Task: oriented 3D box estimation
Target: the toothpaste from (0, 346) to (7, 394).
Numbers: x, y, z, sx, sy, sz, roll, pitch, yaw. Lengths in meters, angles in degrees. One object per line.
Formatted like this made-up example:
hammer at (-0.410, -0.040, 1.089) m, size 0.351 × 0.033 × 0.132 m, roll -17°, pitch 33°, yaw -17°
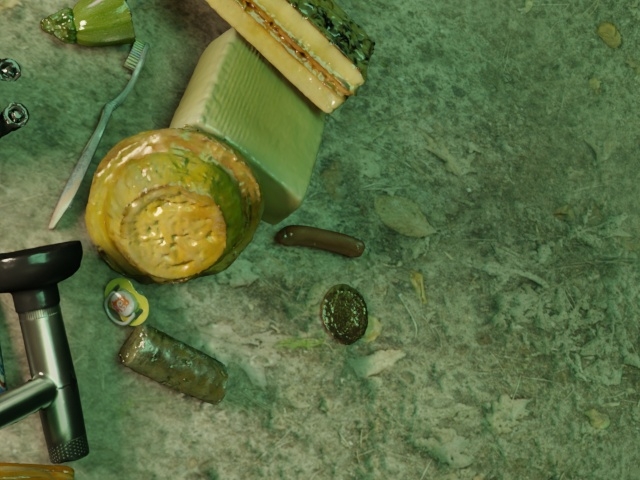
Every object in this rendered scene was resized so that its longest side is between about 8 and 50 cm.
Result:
toothpaste at (-0.481, 0.158, 1.345) m, size 0.057 × 0.035 × 0.197 m, roll -5°, pitch 80°, yaw -52°

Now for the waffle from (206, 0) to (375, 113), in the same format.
waffle at (-0.069, -0.408, 1.630) m, size 0.376 × 0.114 × 0.261 m, roll 43°, pitch 23°, yaw -15°

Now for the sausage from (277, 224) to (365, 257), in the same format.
sausage at (0.000, 0.000, 1.709) m, size 0.186 × 0.043 × 0.043 m, roll 11°, pitch 73°, yaw -33°

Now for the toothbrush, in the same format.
toothbrush at (-0.356, -0.177, 1.511) m, size 0.037 × 0.028 × 0.375 m, roll 28°, pitch 64°, yaw -20°

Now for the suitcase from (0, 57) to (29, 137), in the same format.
suitcase at (-0.622, -0.175, 1.174) m, size 0.434 × 0.283 × 0.194 m, roll -10°, pitch 88°, yaw -35°

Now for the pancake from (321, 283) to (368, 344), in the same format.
pancake at (0.047, 0.136, 1.727) m, size 0.115 × 0.011 × 0.115 m, roll 9°, pitch 75°, yaw -33°

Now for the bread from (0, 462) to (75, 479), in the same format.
bread at (-0.440, 0.366, 1.283) m, size 0.200 × 0.077 × 0.116 m, roll 8°, pitch 110°, yaw -27°

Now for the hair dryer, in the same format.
hair dryer at (-0.407, 0.160, 1.269) m, size 0.156 × 0.284 × 0.320 m, roll -9°, pitch 87°, yaw 7°

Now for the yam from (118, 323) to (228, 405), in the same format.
yam at (-0.229, 0.197, 1.483) m, size 0.179 × 0.078 × 0.078 m, roll 29°, pitch 64°, yaw -25°

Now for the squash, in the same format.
squash at (-0.378, -0.347, 1.507) m, size 0.132 × 0.105 × 0.105 m, roll -26°, pitch 95°, yaw -22°

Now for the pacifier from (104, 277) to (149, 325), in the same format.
pacifier at (-0.302, 0.097, 1.478) m, size 0.083 × 0.068 × 0.064 m, roll 45°, pitch 21°, yaw 6°

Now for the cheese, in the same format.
cheese at (-0.117, -0.194, 1.578) m, size 0.242 × 0.124 × 0.265 m, roll 35°, pitch 43°, yaw -21°

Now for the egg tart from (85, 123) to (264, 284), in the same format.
egg tart at (-0.226, -0.036, 1.431) m, size 0.288 × 0.288 × 0.118 m, roll 34°, pitch 24°, yaw -24°
